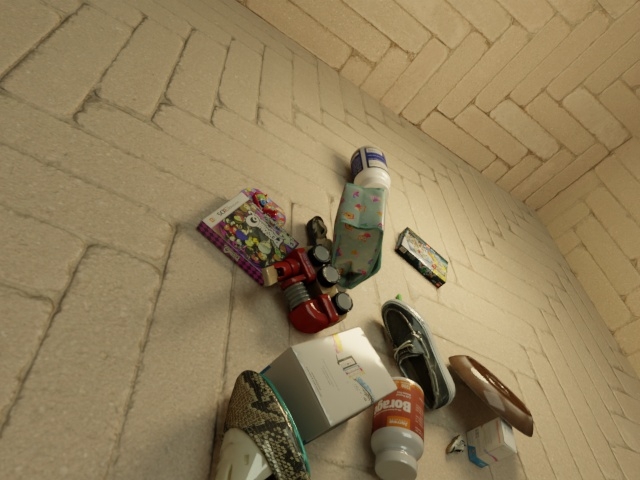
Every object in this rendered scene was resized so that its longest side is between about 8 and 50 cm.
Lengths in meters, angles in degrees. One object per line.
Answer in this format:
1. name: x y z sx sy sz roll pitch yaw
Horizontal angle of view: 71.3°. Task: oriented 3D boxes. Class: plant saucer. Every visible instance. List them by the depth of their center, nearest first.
1. plant saucer: 0.525 0.453 1.356 0.310 0.050 0.310 38 9 -7

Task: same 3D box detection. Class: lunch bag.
1. lunch bag: 0.117 -0.006 1.376 0.160 0.262 0.223 9 38 3

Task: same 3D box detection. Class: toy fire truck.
1. toy fire truck: -0.057 0.126 1.118 0.246 0.158 0.217 -12 70 -41

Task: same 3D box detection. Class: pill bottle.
1. pill bottle: 0.182 0.441 1.047 0.121 0.121 0.216 36 33 -12
2. pill bottle: 0.207 -0.265 1.844 0.153 0.153 0.265 27 36 -24

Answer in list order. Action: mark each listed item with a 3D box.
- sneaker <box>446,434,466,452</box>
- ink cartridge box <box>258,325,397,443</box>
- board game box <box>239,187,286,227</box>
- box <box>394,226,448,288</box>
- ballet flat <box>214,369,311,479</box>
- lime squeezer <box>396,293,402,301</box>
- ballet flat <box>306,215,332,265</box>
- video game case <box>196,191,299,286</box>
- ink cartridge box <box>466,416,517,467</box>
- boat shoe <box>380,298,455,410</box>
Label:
1. sneaker: 0.370 0.556 1.202 0.083 0.032 0.037 -8 59 -50
2. ink cartridge box: 0.008 0.313 0.959 0.232 0.171 0.168 -3 54 -49
3. board game box: -0.169 -0.110 1.374 0.168 0.033 0.133 40 33 -7
4. box: 0.409 0.065 1.787 0.233 0.044 0.159 40 33 -5
5. ballet flat: -0.072 0.455 0.734 0.182 0.164 0.483 -11 64 -46
6. lime squeezer: 0.300 0.290 1.406 0.110 0.059 0.310 7 47 -43
7. ballet flat: 0.000 0.000 1.399 0.074 0.074 0.203 19 40 -33
8. video game case: -0.191 -0.011 1.230 0.232 0.042 0.210 42 34 -2
9. ink cartridge box: 0.468 0.554 1.226 0.052 0.122 0.088 35 34 -12
10. boat shoe: 0.268 0.319 1.277 0.119 0.121 0.335 -3 56 -54
